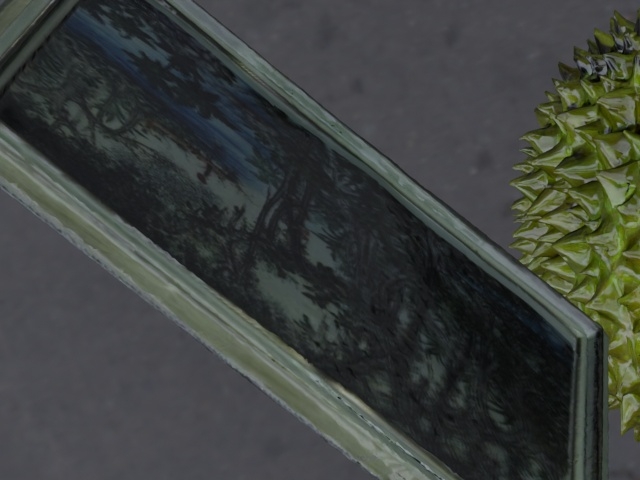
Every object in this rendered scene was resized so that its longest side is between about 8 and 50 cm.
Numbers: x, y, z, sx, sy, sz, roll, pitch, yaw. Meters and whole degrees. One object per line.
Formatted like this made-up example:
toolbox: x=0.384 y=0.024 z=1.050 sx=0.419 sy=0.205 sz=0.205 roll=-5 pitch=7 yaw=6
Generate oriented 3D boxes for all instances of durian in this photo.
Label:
durian: x=0.133 y=-0.005 z=0.666 sx=0.159 sy=0.146 sz=0.198 roll=58 pitch=170 yaw=-2

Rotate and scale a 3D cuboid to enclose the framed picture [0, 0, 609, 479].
framed picture: x=0.000 y=0.000 z=0.465 sx=0.183 sy=0.142 sz=0.011 roll=39 pitch=113 yaw=-9
